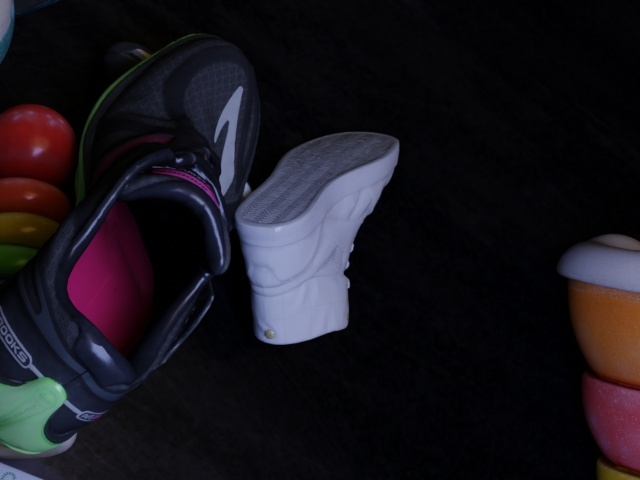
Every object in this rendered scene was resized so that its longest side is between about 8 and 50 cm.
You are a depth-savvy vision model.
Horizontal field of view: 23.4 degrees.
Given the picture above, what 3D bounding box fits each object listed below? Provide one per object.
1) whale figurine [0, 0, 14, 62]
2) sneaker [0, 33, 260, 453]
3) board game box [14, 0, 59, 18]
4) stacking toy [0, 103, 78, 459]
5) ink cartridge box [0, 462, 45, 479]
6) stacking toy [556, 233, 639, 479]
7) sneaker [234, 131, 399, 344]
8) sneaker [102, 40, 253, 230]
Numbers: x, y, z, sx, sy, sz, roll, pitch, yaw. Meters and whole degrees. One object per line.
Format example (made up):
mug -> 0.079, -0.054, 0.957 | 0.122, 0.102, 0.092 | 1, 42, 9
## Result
whale figurine -> -0.412, -0.199, 1.388 | 0.272, 0.141, 0.216 | 0, 55, -4
sneaker -> -0.138, -0.013, 1.359 | 0.185, 0.202, 0.482 | 47, 42, -26
board game box -> -0.324, -0.279, 1.525 | 0.186, 0.026, 0.126 | -29, 94, -34
stacking toy -> -0.279, 0.029, 1.431 | 0.141, 0.141, 0.330 | 17, 64, -29
ink cartridge box -> -0.242, 0.325, 1.341 | 0.224, 0.045, 0.223 | 19, 57, 14
stacking toy -> 0.416, 0.245, 1.766 | 0.351, 0.351, 0.479 | 6, 94, -32
sneaker -> 0.000, 0.000, 1.635 | 0.292, 0.108, 0.169 | -41, 133, -52
sneaker -> -0.170, -0.080, 1.544 | 0.132, 0.086, 0.228 | -44, 104, -30
